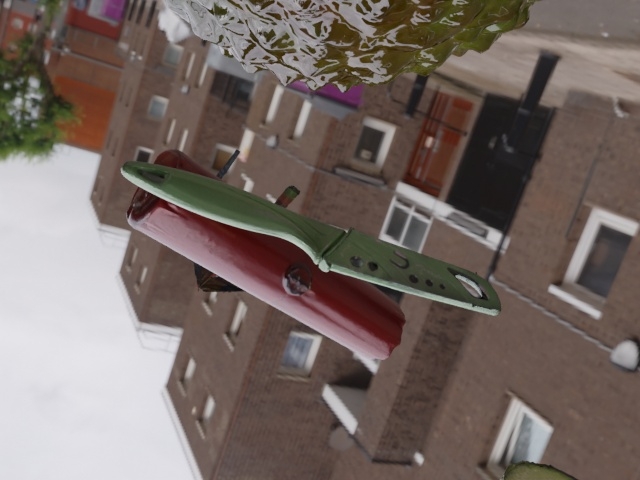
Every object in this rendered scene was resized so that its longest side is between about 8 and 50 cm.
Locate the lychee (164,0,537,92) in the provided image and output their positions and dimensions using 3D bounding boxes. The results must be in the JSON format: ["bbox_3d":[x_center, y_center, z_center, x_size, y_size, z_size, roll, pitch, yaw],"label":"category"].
[{"bbox_3d":[0.013,-0.207,0.356,0.269,0.270,0.320,24,-163,24],"label":"lychee"}]

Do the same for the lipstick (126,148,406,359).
[{"bbox_3d":[-0.038,0.021,0.669,0.279,0.073,0.073,34,-178,-31],"label":"lipstick"}]

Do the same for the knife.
[{"bbox_3d":[-0.001,0.001,0.543,0.292,0.020,0.043,18,-130,-12],"label":"knife"}]

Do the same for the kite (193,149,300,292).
[{"bbox_3d":[-0.074,-0.004,0.791,0.183,0.160,0.010,39,155,9],"label":"kite"}]

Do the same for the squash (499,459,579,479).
[{"bbox_3d":[0.303,0.401,1.006,0.220,0.133,0.220,28,-154,-15],"label":"squash"}]
